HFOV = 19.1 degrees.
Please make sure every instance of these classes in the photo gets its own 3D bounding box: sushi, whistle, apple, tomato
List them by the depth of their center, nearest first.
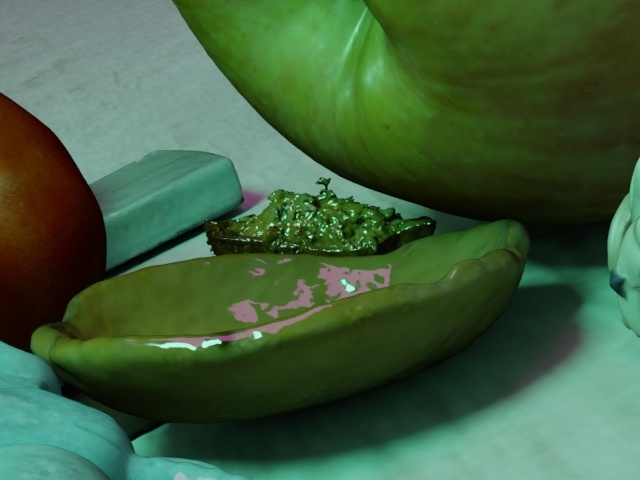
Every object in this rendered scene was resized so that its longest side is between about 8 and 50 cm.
[{"bbox_3d":[-0.108,0.102,0.662,0.186,0.093,0.274,4,11,-22],"label":"whistle"},{"bbox_3d":[0.101,-0.187,0.891,0.346,0.391,0.391,-31,20,-25],"label":"apple"},{"bbox_3d":[-0.001,0.001,0.914,0.118,0.060,0.061,-4,18,8],"label":"sushi"},{"bbox_3d":[-0.201,0.007,0.921,0.136,0.195,0.195,-47,-6,40],"label":"tomato"},{"bbox_3d":[-0.198,-0.035,1.100,0.290,0.163,0.163,-28,19,-30],"label":"whistle"}]

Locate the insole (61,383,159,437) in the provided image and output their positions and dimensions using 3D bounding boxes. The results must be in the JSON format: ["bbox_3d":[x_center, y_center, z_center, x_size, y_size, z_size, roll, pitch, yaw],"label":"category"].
[{"bbox_3d":[-0.104,0.078,0.885,0.328,0.007,0.111,-31,19,-37],"label":"insole"}]

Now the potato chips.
[{"bbox_3d":[-0.011,0.039,0.797,0.208,0.061,0.195,-13,7,-29],"label":"potato chips"}]

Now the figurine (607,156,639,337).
[{"bbox_3d":[0.157,0.004,0.682,0.132,0.132,0.154,-21,2,-10],"label":"figurine"}]
